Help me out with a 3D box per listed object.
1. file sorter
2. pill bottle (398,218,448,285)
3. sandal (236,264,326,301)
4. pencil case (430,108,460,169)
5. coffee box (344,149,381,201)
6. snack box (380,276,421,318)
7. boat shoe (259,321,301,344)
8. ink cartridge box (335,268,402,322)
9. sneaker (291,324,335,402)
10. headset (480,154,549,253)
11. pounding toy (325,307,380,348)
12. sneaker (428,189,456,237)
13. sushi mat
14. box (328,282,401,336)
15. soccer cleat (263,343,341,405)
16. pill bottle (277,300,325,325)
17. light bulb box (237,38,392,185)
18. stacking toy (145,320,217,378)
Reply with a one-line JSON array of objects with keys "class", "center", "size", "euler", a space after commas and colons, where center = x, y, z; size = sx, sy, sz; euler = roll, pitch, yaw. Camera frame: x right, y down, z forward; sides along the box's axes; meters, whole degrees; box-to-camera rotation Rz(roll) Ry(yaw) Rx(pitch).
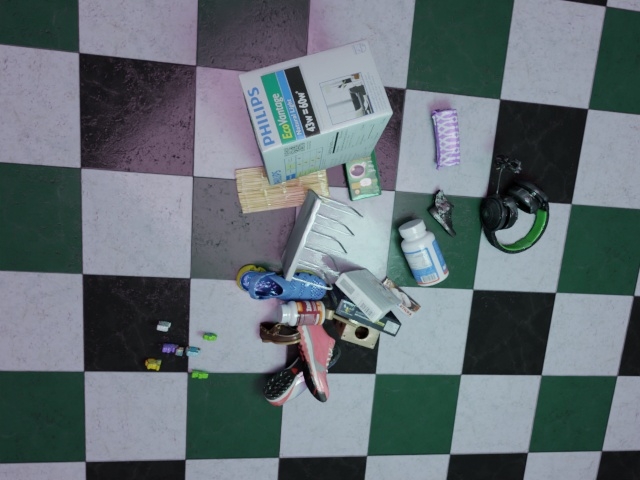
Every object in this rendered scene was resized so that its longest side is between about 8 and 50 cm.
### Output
[{"class": "file sorter", "center": [0.000, 0.000, 1.392], "size": [0.173, 0.193, 0.278], "euler": [20, 102, -14]}, {"class": "pill bottle", "center": [0.363, 0.040, 1.491], "size": [0.124, 0.124, 0.222], "euler": [-25, 102, -3]}, {"class": "sandal", "center": [-0.132, 0.165, 1.441], "size": [0.317, 0.138, 0.126], "euler": [4, 98, -10]}, {"class": "pencil case", "center": [0.437, -0.357, 1.449], "size": [0.088, 0.086, 0.206], "euler": [-14, 101, -18]}, {"class": "coffee box", "center": [0.143, -0.239, 1.454], "size": [0.113, 0.040, 0.184], "euler": [-13, 101, -4]}, {"class": "snack box", "center": [0.293, 0.215, 1.563], "size": [0.178, 0.022, 0.064], "euler": [40, 94, -13]}, {"class": "boat shoe", "center": [-0.146, 0.318, 1.443], "size": [0.073, 0.207, 0.073], "euler": [-9, 90, -46]}, {"class": "ink cartridge box", "center": [0.167, 0.179, 1.417], "size": [0.181, 0.224, 0.056], "euler": [44, 107, 20]}, {"class": "sneaker", "center": [-0.002, 0.393, 1.449], "size": [0.136, 0.116, 0.314], "euler": [-9, 61, -17]}, {"class": "headset", "center": [0.695, -0.122, 1.476], "size": [0.243, 0.185, 0.394], "euler": [-30, 114, -2]}, {"class": "pounding toy", "center": [0.098, 0.309, 1.472], "size": [0.206, 0.181, 0.094], "euler": [19, 97, -10]}, {"class": "sneaker", "center": [0.460, -0.097, 1.516], "size": [0.089, 0.051, 0.170], "euler": [-44, 99, 6]}, {"class": "sushi mat", "center": [-0.127, -0.188, 1.437], "size": [0.316, 0.019, 0.152], "euler": [-8, 102, -6]}, {"class": "box", "center": [0.151, 0.241, 1.466], "size": [0.232, 0.183, 0.059], "euler": [25, 97, -10]}, {"class": "soccer cleat", "center": [-0.059, 0.491, 1.536], "size": [0.318, 0.108, 0.116], "euler": [-33, 140, -13]}, {"class": "pill bottle", "center": [-0.067, 0.250, 1.432], "size": [0.151, 0.086, 0.086], "euler": [2, 100, -23]}, {"class": "light bulb box", "center": [-0.022, -0.354, 1.234], "size": [0.360, 0.358, 0.225], "euler": [-17, 84, -5]}, {"class": "stacking toy", "center": [-0.490, 0.388, 1.478], "size": [0.221, 0.052, 0.167], "euler": [15, 99, -12]}]
